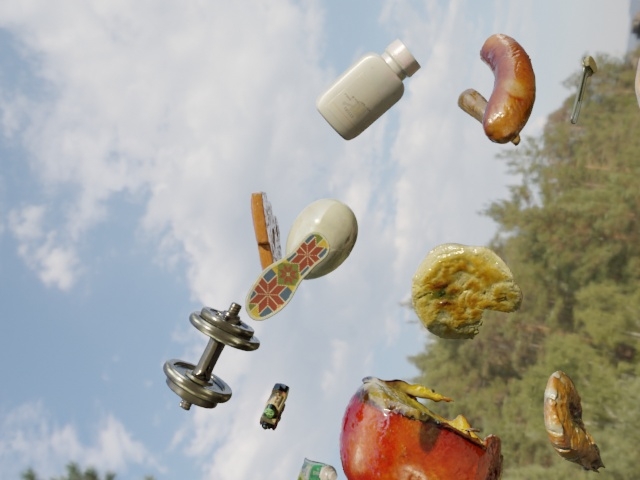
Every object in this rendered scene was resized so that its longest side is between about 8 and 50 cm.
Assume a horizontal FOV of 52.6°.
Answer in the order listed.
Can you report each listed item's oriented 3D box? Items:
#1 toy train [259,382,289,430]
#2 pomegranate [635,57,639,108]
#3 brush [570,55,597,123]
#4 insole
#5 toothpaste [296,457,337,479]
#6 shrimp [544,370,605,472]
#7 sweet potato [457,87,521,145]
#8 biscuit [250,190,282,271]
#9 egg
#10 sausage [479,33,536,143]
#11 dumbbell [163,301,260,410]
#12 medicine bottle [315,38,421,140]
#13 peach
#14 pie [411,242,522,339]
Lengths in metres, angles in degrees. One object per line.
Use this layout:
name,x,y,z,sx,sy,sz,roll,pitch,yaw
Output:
toy train,-0.125,0.452,1.759,0.138,0.050,0.086,-57,-18,-65
pomegranate,0.739,-0.254,1.098,0.410,0.411,0.409,11,-90,-67
brush,0.750,-0.430,1.849,0.062,0.027,0.266,41,-123,-27
insole,-0.051,0.054,1.043,0.193,0.065,0.006,-45,6,-28
toothpaste,-0.012,0.639,1.779,0.248,0.047,0.078,-34,31,64
shrimp,0.512,0.371,1.305,0.317,0.062,0.164,46,-129,-38
sweet potato,0.436,-0.331,1.701,0.081,0.233,0.062,8,-56,-42
biscuit,-0.135,-0.008,1.596,0.306,0.043,0.283,79,-176,-47
egg,0.000,0.000,1.508,0.209,0.151,0.151,-59,-20,11
sausage,0.354,-0.297,1.225,0.076,0.103,0.302,43,-142,-31
dumbbell,-0.270,0.286,1.607,0.289,0.192,0.192,-63,-24,-2
medicine bottle,0.137,-0.431,1.833,0.161,0.296,0.111,44,-164,-20
peach,0.229,0.498,1.542,0.353,0.339,0.416,-31,-76,-18
pie,0.411,0.153,1.890,0.075,0.338,0.337,-66,-23,-59
